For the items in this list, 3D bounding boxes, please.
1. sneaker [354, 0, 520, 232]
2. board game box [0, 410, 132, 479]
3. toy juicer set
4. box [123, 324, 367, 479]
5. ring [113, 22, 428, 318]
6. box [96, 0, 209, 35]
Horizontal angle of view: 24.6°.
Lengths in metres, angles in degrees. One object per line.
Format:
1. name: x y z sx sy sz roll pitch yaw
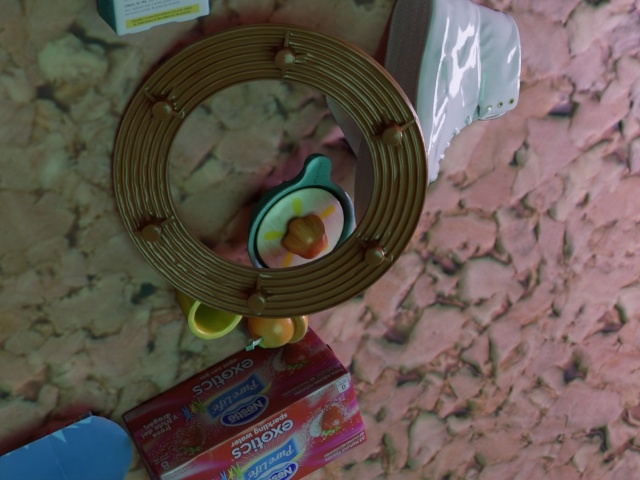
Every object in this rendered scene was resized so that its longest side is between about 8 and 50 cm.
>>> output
1. sneaker: 0.144 -0.129 1.650 0.169 0.108 0.292 9 99 -37
2. board game box: -0.304 0.258 1.708 0.168 0.033 0.133 -24 135 -11
3. toy juicer set: 0.000 0.000 1.686 0.209 0.089 0.329 31 100 -41
4. box: -0.087 0.226 1.758 0.257 0.122 0.128 -27 131 -14
5. ring: -0.052 -0.063 1.549 0.336 0.032 0.337 0 115 0
6. box: -0.169 -0.323 1.386 0.100 0.060 0.244 -17 127 -22
